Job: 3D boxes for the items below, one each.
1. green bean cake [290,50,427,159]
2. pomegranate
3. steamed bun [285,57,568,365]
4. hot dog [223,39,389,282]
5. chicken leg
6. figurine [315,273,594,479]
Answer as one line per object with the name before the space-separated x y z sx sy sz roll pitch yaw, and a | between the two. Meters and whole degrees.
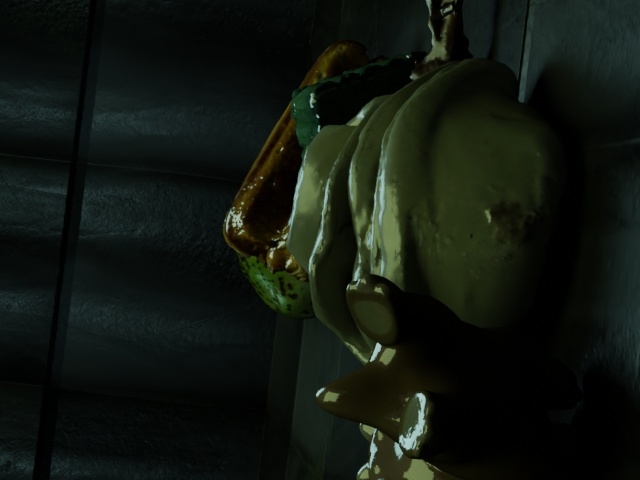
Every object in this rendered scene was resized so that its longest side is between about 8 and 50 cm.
green bean cake | 0.072 -0.124 2.028 0.107 0.193 0.208 4 111 63
pomegranate | 0.014 -0.003 2.293 0.204 0.276 0.222 -17 -83 -57
steamed bun | 0.084 -0.005 1.479 0.324 0.219 0.309 -97 16 -61
hot dog | 0.003 -0.106 2.143 0.349 0.158 0.117 -63 -16 -15
chicken leg | 0.144 -0.287 1.739 0.093 0.113 0.304 1 -87 -76
figurine | 0.088 0.153 1.227 0.173 0.247 0.177 -38 57 30
